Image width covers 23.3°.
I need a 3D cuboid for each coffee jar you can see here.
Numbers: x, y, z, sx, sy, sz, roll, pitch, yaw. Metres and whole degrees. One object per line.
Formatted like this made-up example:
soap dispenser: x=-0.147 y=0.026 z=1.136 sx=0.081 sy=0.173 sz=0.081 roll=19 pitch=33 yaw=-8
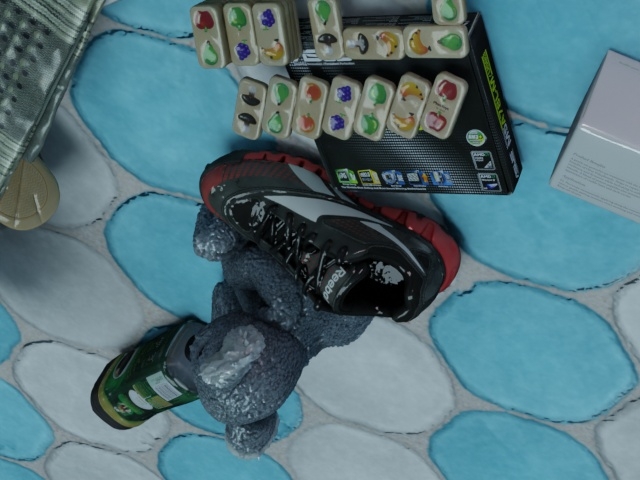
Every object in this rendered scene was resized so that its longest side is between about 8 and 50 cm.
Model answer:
coffee jar: x=-0.200 y=0.166 z=1.873 sx=0.079 sy=0.096 sz=0.184 roll=43 pitch=139 yaw=-18

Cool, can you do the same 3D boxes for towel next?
towel: x=-0.369 y=-0.228 z=1.466 sx=0.324 sy=0.056 sz=0.312 roll=37 pitch=124 yaw=2

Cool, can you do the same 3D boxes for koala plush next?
koala plush: x=-0.060 y=0.102 z=1.619 sx=0.203 sy=0.221 sz=0.196 roll=12 pitch=140 yaw=16

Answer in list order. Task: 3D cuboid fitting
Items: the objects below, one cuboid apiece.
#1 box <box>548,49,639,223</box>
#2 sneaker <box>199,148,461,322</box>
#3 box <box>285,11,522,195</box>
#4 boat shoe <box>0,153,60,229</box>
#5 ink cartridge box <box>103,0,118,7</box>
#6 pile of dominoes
box: x=0.264 y=-0.086 z=1.320 sx=0.101 sy=0.102 sz=0.087 roll=23 pitch=144 yaw=4
sneaker: x=0.000 y=0.000 z=1.528 sx=0.276 sy=0.135 sz=0.097 roll=24 pitch=127 yaw=2
box: x=0.075 y=-0.123 z=1.426 sx=0.191 sy=0.045 sz=0.184 roll=3 pitch=137 yaw=26
boat shoe: x=-0.382 y=-0.133 z=1.627 sx=0.285 sy=0.103 sz=0.092 roll=49 pitch=176 yaw=-14
ink cartridge box: x=-0.203 y=-0.305 z=1.389 sx=0.145 sy=0.045 sz=0.179 roll=-15 pitch=109 yaw=40
pile of dominoes: x=0.008 y=-0.174 z=1.352 sx=0.251 sy=0.040 sz=0.196 roll=3 pitch=114 yaw=27
